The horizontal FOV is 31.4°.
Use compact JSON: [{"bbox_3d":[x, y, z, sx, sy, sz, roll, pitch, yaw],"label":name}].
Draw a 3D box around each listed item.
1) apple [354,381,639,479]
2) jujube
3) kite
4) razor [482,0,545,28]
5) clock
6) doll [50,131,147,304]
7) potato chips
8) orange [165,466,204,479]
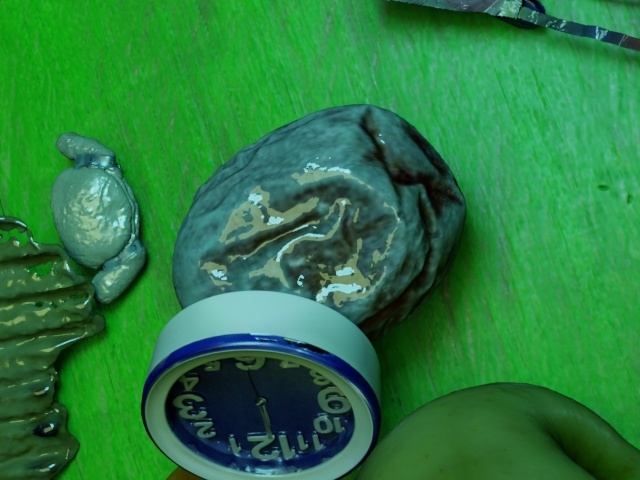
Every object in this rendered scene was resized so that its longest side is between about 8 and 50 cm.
[{"bbox_3d":[0.170,0.311,1.041,0.357,0.357,0.358,-2,85,19],"label":"apple"},{"bbox_3d":[0.001,-0.003,1.188,0.307,0.215,0.247,-21,90,12],"label":"jujube"},{"bbox_3d":[0.214,-0.291,1.210,0.360,0.022,0.204,22,67,17],"label":"kite"},{"bbox_3d":[0.097,-0.295,1.267,0.324,0.093,0.056,16,56,16],"label":"razor"},{"bbox_3d":[-0.056,0.150,1.107,0.230,0.230,0.083,-16,41,17],"label":"clock"},{"bbox_3d":[-0.267,-0.031,1.358,0.103,0.071,0.214,-17,85,19],"label":"doll"},{"bbox_3d":[-0.460,0.113,1.394,0.389,0.097,0.373,16,108,18],"label":"potato chips"},{"bbox_3d":[-0.097,0.310,1.229,0.177,0.155,0.178,5,103,23],"label":"orange"}]
